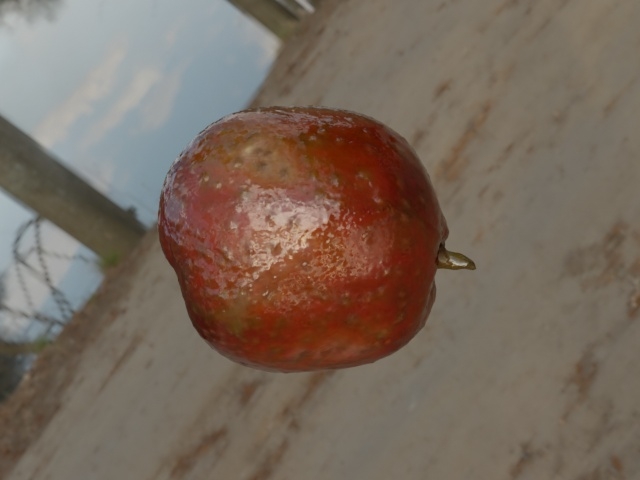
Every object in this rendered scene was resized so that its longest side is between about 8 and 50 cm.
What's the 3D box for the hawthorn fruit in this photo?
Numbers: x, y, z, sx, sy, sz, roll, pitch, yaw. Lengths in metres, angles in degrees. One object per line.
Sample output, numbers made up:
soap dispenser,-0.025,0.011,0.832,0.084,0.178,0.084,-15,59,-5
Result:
hawthorn fruit,0.000,0.000,1.289,0.275,0.299,0.275,8,-90,-88
